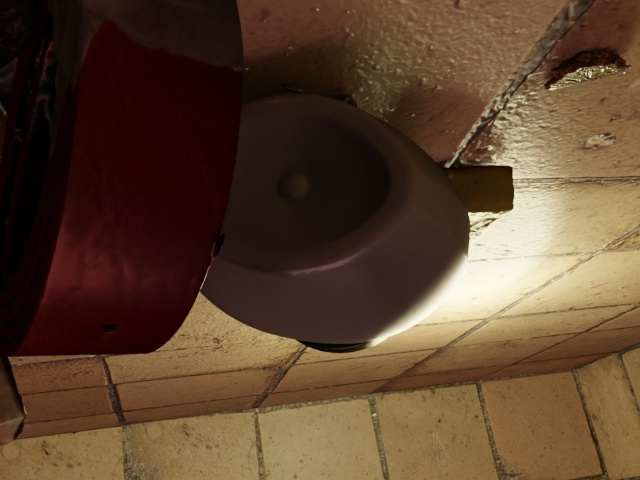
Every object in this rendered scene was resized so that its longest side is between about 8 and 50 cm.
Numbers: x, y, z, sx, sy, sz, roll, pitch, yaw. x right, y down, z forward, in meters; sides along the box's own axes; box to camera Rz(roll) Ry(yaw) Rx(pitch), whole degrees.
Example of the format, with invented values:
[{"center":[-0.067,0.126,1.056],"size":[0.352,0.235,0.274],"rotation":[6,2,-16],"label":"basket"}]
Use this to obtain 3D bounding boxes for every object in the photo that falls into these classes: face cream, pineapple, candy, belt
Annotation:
[{"center":[0.000,0.000,0.706],"size":[0.313,0.219,0.357],"rotation":[4,164,10],"label":"face cream"},{"center":[0.276,-0.177,0.674],"size":[0.083,0.019,0.045],"rotation":[-11,162,12],"label":"pineapple"},{"center":[-0.001,-0.140,0.654],"size":[0.083,0.023,0.025],"rotation":[10,168,-26],"label":"candy"},{"center":[-0.155,-0.059,0.474],"size":[0.115,0.227,0.323],"rotation":[4,121,-36],"label":"belt"}]

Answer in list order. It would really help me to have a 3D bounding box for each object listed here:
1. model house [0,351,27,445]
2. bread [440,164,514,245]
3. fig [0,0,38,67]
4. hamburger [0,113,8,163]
[{"center":[-0.575,0.211,0.906],"size":[0.238,0.236,0.202],"rotation":[-17,168,-41],"label":"model house"},{"center":[0.139,0.001,0.986],"size":[0.138,0.077,0.361],"rotation":[-2,157,-21],"label":"bread"},{"center":[-0.270,-0.150,0.415],"size":[0.178,0.117,0.117],"rotation":[-6,161,21],"label":"fig"},{"center":[-0.247,-0.069,0.605],"size":[0.176,0.087,0.102],"rotation":[32,113,-32],"label":"hamburger"}]
